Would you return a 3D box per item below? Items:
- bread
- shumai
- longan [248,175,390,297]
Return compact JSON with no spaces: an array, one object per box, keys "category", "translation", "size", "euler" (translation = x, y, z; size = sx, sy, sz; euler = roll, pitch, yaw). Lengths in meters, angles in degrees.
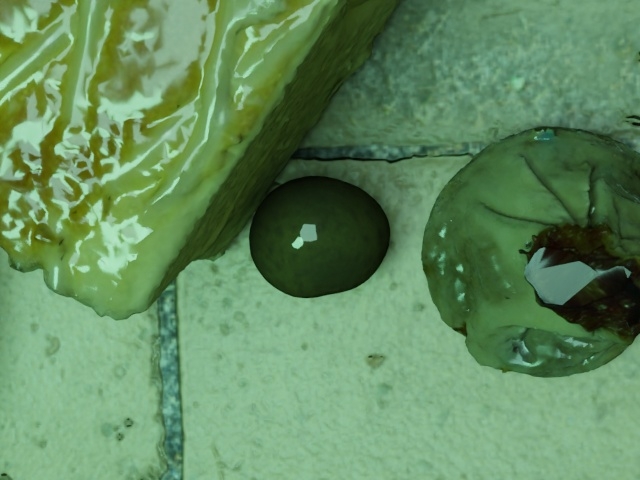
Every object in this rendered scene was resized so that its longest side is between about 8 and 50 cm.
[{"category":"bread","translation":[-0.153,-0.204,0.929],"size":[0.371,0.279,0.390],"euler":[35,101,7]},{"category":"shumai","translation":[0.170,0.017,0.950],"size":[0.201,0.120,0.201],"euler":[1,96,11]},{"category":"longan","translation":[0.000,0.000,1.005],"size":[0.113,0.113,0.092],"euler":[-27,44,14]}]
